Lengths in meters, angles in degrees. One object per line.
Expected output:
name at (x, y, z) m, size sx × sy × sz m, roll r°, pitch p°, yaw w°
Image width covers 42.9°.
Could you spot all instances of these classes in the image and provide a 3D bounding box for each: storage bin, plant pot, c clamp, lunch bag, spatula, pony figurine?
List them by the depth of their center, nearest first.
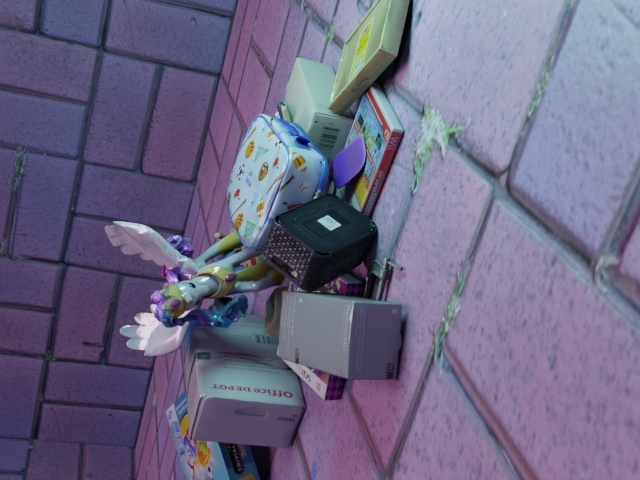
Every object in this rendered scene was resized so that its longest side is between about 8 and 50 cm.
c clamp at (0.091, 0.099, 1.387) m, size 0.137 × 0.022 × 0.161 m, roll -129°, pitch 50°, yaw -69°
storage bin at (0.000, 0.000, 1.438) m, size 0.122 × 0.180 × 0.084 m, roll 37°, pitch 128°, yaw 22°
spatula at (0.020, -0.090, 1.614) m, size 0.296 × 0.030 × 0.084 m, roll 120°, pitch 151°, yaw -48°
lunch bag at (-0.087, -0.116, 1.621) m, size 0.243 × 0.114 × 0.303 m, roll -65°, pitch 28°, yaw 17°
plant pot at (-0.061, 0.154, 1.715) m, size 0.109 × 0.096 × 0.109 m, roll 126°, pitch 148°, yaw -54°
pony figurine at (-0.267, 0.077, 1.722) m, size 0.351 × 0.363 × 0.303 m, roll -2°, pitch 106°, yaw 45°

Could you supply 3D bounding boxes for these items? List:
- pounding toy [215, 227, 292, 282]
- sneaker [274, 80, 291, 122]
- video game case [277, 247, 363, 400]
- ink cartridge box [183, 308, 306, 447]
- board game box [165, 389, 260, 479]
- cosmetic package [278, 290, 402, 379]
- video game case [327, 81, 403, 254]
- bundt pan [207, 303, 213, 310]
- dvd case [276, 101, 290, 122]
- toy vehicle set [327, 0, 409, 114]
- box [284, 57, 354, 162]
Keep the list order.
pounding toy at (-0.164, 0.045, 1.954) m, size 0.269 × 0.154 × 0.154 m, roll 180°, pitch 80°, yaw -66°
sneaker at (-0.067, -0.316, 2.030) m, size 0.083 × 0.071 × 0.191 m, roll -127°, pitch 49°, yaw -59°
video game case at (-0.006, 0.154, 1.548) m, size 0.210 × 0.041 × 0.232 m, roll 33°, pitch 116°, yaw 56°
ink cartridge box at (-0.177, 0.297, 1.792) m, size 0.307 × 0.223 × 0.129 m, roll -110°, pitch 33°, yaw -57°
board game box at (-0.252, 0.515, 1.927) m, size 0.254 × 0.079 × 0.336 m, roll -48°, pitch 56°, yaw 50°
cosmetic package at (0.028, 0.153, 1.350) m, size 0.238 × 0.107 × 0.127 m, roll -2°, pitch 84°, yaw 62°
video game case at (0.076, -0.133, 1.553) m, size 0.204 × 0.025 × 0.285 m, roll -105°, pitch 30°, yaw -54°
bundt pan at (-0.257, 0.342, 2.187) m, size 0.331 × 0.124 × 0.331 m, roll -170°, pitch 90°, yaw -72°
dvd case at (-0.066, -0.203, 1.862) m, size 0.164 × 0.018 × 0.221 m, roll -118°, pitch 15°, yaw -76°
toy vehicle set at (0.092, -0.368, 1.563) m, size 0.267 × 0.035 × 0.166 m, roll 144°, pitch 143°, yaw -66°
box at (-0.008, -0.289, 1.783) m, size 0.275 × 0.094 × 0.113 m, roll -103°, pitch 29°, yaw -52°
